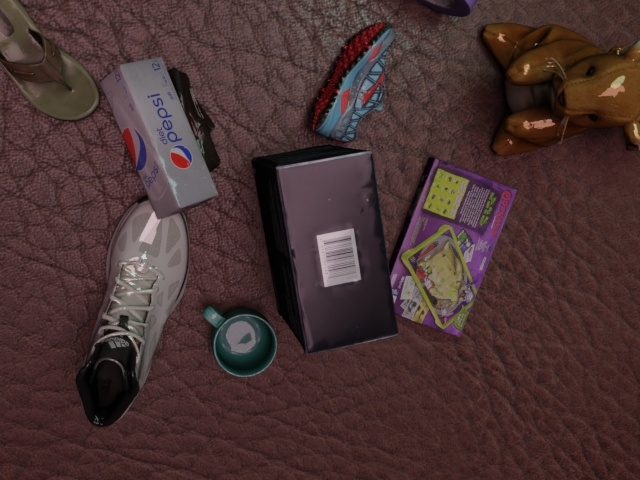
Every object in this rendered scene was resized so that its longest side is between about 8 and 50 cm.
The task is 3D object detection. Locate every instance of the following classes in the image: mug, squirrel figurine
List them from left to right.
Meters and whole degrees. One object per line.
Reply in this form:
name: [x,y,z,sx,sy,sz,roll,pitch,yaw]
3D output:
mug: [-0.163,0.190,1.633,0.129,0.097,0.157,-15,101,-10]
squirrel figurine: [0.556,-0.303,1.580,0.397,0.370,0.281,-2,99,-13]

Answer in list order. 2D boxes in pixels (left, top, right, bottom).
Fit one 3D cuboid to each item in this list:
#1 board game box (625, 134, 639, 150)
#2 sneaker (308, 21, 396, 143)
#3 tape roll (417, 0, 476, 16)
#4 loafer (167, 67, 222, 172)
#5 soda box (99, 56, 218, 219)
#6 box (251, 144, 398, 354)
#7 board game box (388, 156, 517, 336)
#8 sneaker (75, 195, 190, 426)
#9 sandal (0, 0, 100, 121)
board game box: [0.769,-0.287,1.800,0.170,0.048,0.141,-13,99,-10]
sneaker: [0.082,-0.317,1.627,0.125,0.104,0.262,30,95,-33]
tape roll: [0.229,-0.523,1.566,0.189,0.189,0.080,30,92,-15]
loafer: [-0.254,-0.230,1.568,0.078,0.080,0.220,-23,104,-42]
soda box: [-0.304,-0.192,1.503,0.098,0.091,0.286,-25,93,-42]
box: [0.000,0.000,1.531,0.179,0.312,0.343,-11,101,-11]
board game box: [0.270,0.016,1.734,0.208,0.056,0.346,20,94,-11]
sneaker: [-0.342,0.141,1.501,0.169,0.257,0.447,15,95,-15]
sandal: [-0.538,-0.339,1.470,0.120,0.086,0.303,-43,105,-3]
